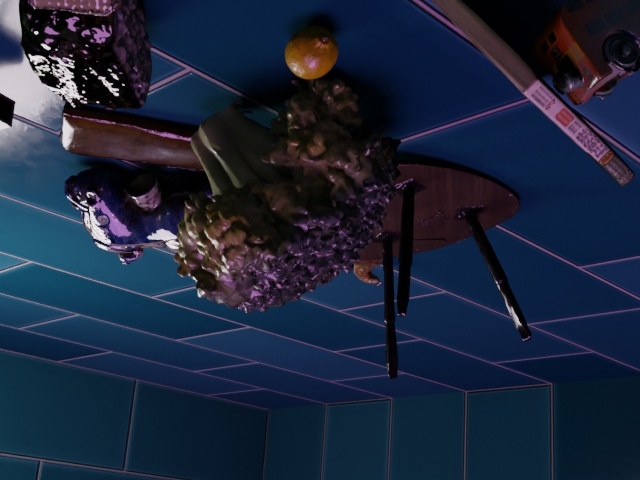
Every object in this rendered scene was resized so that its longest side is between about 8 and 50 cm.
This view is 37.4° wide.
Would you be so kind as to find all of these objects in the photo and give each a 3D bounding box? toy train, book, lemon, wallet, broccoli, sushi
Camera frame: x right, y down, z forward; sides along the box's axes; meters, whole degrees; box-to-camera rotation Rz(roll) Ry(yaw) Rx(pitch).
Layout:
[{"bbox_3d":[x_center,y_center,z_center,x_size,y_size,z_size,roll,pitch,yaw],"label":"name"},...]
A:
[{"bbox_3d":[0.304,-0.212,0.956,0.188,0.099,0.072,-29,173,-18],"label":"toy train"},{"bbox_3d":[0.238,-0.173,1.059,0.027,0.202,0.264,-46,140,15],"label":"book"},{"bbox_3d":[-0.010,-0.225,1.128,0.062,0.062,0.083,11,161,-19],"label":"lemon"},{"bbox_3d":[-0.270,-0.149,1.451,0.255,0.031,0.137,10,161,-13],"label":"wallet"},{"bbox_3d":[-0.061,-0.063,1.324,0.348,0.281,0.293,-36,170,-6],"label":"broccoli"},{"bbox_3d":[-0.265,-0.231,1.071,0.127,0.124,0.225,3,162,-1],"label":"sushi"}]

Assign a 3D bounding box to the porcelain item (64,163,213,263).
[{"bbox_3d":[-0.282,-0.056,1.604,0.288,0.138,0.186,2,144,21],"label":"porcelain item"}]

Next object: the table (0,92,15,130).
[{"bbox_3d":[-0.534,-0.173,1.226,0.121,0.111,0.240,-11,155,28],"label":"table"}]

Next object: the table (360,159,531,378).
[{"bbox_3d":[0.194,0.054,1.526,0.317,0.249,0.317,-5,151,-3],"label":"table"}]

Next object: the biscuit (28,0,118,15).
[{"bbox_3d":[-0.317,-0.297,0.911,0.250,0.046,0.147,3,124,2],"label":"biscuit"}]

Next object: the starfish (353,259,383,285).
[{"bbox_3d":[0.000,0.000,1.760,0.324,0.082,0.432,3,163,-8],"label":"starfish"}]
